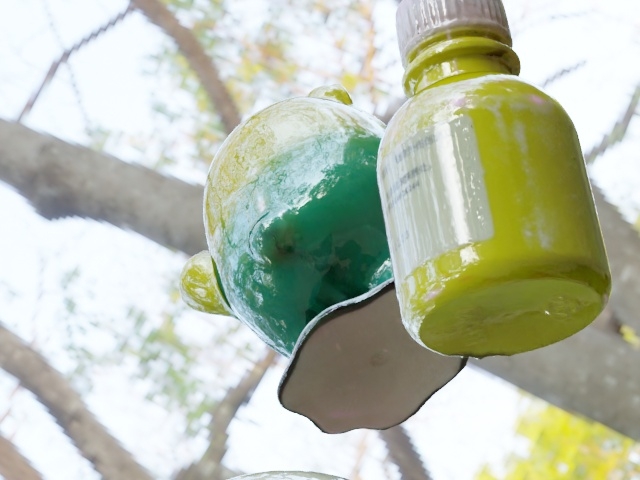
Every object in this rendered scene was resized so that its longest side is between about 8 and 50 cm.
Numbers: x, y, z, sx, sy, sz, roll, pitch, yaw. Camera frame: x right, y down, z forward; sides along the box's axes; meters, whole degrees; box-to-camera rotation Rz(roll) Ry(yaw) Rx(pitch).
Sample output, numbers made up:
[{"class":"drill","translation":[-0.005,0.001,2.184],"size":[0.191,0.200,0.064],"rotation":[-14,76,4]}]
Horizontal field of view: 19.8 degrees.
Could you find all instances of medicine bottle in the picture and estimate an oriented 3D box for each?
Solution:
[{"class":"medicine bottle","translation":[0.092,-0.049,1.076],"size":[0.122,0.122,0.212],"rotation":[39,-143,-56]}]

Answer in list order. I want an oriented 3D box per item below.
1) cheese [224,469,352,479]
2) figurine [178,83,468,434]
[{"class":"cheese","translation":[-0.012,0.233,0.786],"size":[0.233,0.127,0.266],"rotation":[-40,-72,-56]},{"class":"figurine","translation":[0.000,0.000,1.761],"size":[0.323,0.340,0.231],"rotation":[-45,-48,15]}]
